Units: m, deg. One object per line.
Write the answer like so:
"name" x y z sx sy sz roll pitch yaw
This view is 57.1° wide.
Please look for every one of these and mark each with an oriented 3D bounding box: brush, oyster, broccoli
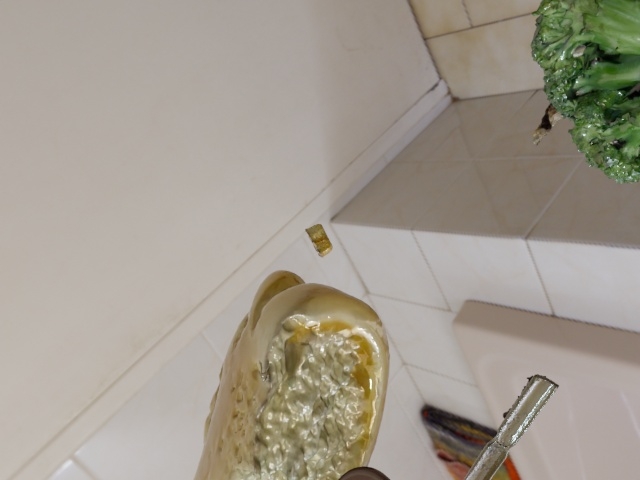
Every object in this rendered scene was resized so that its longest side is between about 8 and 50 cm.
"brush" 0.303 0.312 0.952 0.043 0.036 0.248 26 115 9
"oyster" 0.590 -0.350 1.411 0.094 0.166 0.294 36 127 4
"broccoli" 0.359 -0.212 0.612 0.265 0.245 0.294 -3 125 1

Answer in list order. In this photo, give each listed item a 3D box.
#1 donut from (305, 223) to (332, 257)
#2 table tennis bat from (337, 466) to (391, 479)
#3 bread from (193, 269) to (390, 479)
"donut" 0.000 0.000 1.214 0.067 0.038 0.083 64 176 -4
"table tennis bat" 0.059 0.354 0.698 0.119 0.170 0.107 33 -165 -38
"bread" -0.068 0.265 0.892 0.245 0.424 0.329 17 180 29
